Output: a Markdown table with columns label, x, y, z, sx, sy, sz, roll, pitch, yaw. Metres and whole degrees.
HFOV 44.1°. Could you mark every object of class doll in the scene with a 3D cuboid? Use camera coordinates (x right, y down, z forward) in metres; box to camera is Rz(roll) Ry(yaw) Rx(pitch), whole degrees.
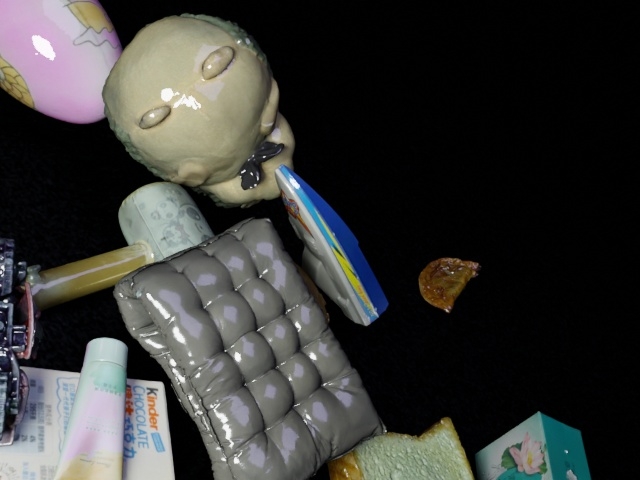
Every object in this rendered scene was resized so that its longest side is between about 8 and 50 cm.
| label | x | y | z | sx | sy | sz | roll | pitch | yaw |
| --- | --- | --- | --- | --- | --- | --- | --- | --- | --- |
| doll | -0.154 | -0.167 | 1.154 | 0.247 | 0.247 | 0.349 | 60 | 0 | 22 |

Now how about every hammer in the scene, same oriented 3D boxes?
| label | x | y | z | sx | sy | sz | roll | pitch | yaw |
| --- | --- | --- | --- | --- | --- | --- | --- | --- | --- |
| hammer | -0.268 | 0.034 | 1.018 | 0.305 | 0.113 | 0.202 | -16 | 61 | -40 |

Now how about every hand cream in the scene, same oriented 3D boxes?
| label | x | y | z | sx | sy | sz | roll | pitch | yaw |
| --- | --- | --- | --- | --- | --- | --- | --- | --- | --- |
| hand cream | -0.238 | 0.191 | 0.848 | 0.076 | 0.047 | 0.174 | 22 | 47 | -28 |

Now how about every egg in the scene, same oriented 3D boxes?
| label | x | y | z | sx | sy | sz | roll | pitch | yaw |
| --- | --- | --- | --- | --- | --- | --- | --- | --- | --- |
| egg | -0.392 | -0.290 | 1.134 | 0.271 | 0.196 | 0.196 | 37 | 36 | 6 |

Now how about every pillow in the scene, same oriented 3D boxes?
| label | x | y | z | sx | sy | sz | roll | pitch | yaw |
| --- | --- | --- | --- | --- | --- | --- | --- | --- | --- |
| pillow | -0.083 | 0.149 | 0.960 | 0.228 | 0.101 | 0.326 | -27 | 90 | -38 |

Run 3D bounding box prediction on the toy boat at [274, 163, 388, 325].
| label | x | y | z | sx | sy | sz | roll | pitch | yaw |
| --- | --- | --- | --- | --- | --- | --- | --- | --- | --- |
| toy boat | 0.000 | 0.000 | 1.175 | 0.129 | 0.088 | 0.295 | 44 | -13 | 51 |

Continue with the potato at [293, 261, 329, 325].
| label | x | y | z | sx | sy | sz | roll | pitch | yaw |
| --- | --- | --- | --- | --- | --- | --- | --- | --- | --- |
| potato | -0.043 | 0.098 | 1.153 | 0.243 | 0.098 | 0.138 | 47 | 35 | 4 |

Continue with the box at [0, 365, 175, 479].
| label | x | y | z | sx | sy | sz | roll | pitch | yaw |
| --- | --- | --- | --- | --- | --- | --- | --- | --- | --- |
| box | -0.275 | 0.259 | 0.815 | 0.265 | 0.048 | 0.273 | 14 | 43 | -32 |

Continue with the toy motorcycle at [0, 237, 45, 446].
| label | x | y | z | sx | sy | sz | roll | pitch | yaw |
| --- | --- | --- | --- | --- | --- | --- | --- | --- | --- |
| toy motorcycle | -0.329 | 0.108 | 0.808 | 0.082 | 0.122 | 0.213 | -1 | 59 | -14 |

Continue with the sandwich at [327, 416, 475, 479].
| label | x | y | z | sx | sy | sz | roll | pitch | yaw |
| --- | --- | --- | --- | --- | --- | --- | --- | --- | --- |
| sandwich | 0.118 | 0.336 | 1.084 | 0.214 | 0.065 | 0.186 | 11 | 46 | -34 |

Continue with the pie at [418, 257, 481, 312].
| label | x | y | z | sx | sy | sz | roll | pitch | yaw |
| --- | --- | --- | --- | --- | --- | --- | --- | --- | --- |
| pie | 0.234 | 0.074 | 1.483 | 0.088 | 0.033 | 0.191 | 33 | 36 | 13 |

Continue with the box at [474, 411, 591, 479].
| label | x | y | z | sx | sy | sz | roll | pitch | yaw |
| --- | --- | --- | --- | --- | --- | --- | --- | --- | --- |
| box | 0.312 | 0.392 | 1.132 | 0.092 | 0.153 | 0.245 | 28 | 38 | -19 |
